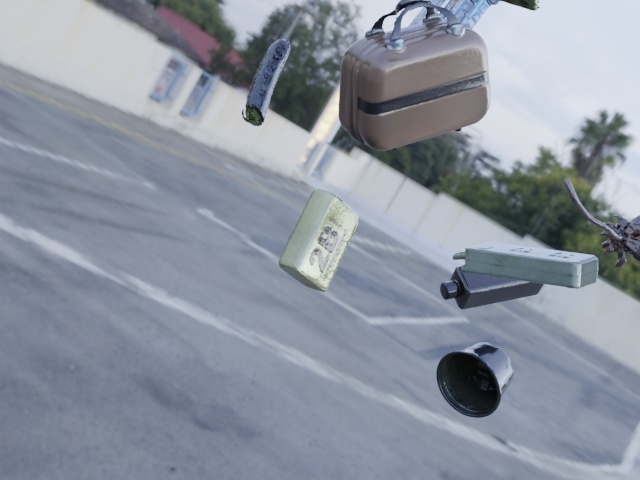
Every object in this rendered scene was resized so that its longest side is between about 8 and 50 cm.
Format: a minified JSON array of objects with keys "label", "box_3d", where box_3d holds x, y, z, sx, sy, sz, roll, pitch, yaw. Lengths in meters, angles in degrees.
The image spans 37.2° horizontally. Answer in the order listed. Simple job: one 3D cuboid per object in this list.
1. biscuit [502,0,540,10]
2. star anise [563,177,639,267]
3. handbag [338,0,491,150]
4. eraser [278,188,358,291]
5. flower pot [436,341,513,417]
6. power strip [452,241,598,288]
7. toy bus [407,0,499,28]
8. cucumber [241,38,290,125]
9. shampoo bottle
[{"label":"biscuit","box_3d":[0.290,-0.450,1.513,0.139,0.016,0.231,23,-15,17]},{"label":"star anise","box_3d":[0.577,-0.040,1.824,0.218,0.148,0.227,40,6,22]},{"label":"handbag","box_3d":[0.184,-0.336,1.862,0.302,0.283,0.149,-17,31,-20]},{"label":"eraser","box_3d":[0.000,0.000,1.830,0.058,0.172,0.117,15,-17,41]},{"label":"flower pot","box_3d":[0.344,0.293,2.064,0.157,0.157,0.107,33,35,25]},{"label":"power strip","box_3d":[0.365,0.041,1.764,0.288,0.053,0.093,9,14,40]},{"label":"toy bus","box_3d":[0.359,-0.609,2.481,0.131,0.297,0.106,42,-11,-25]},{"label":"cucumber","box_3d":[-0.134,-0.408,2.375,0.067,0.245,0.067,15,-17,5]},{"label":"shampoo bottle","box_3d":[0.391,0.094,2.173,0.246,0.079,0.080,-10,55,-18]}]
